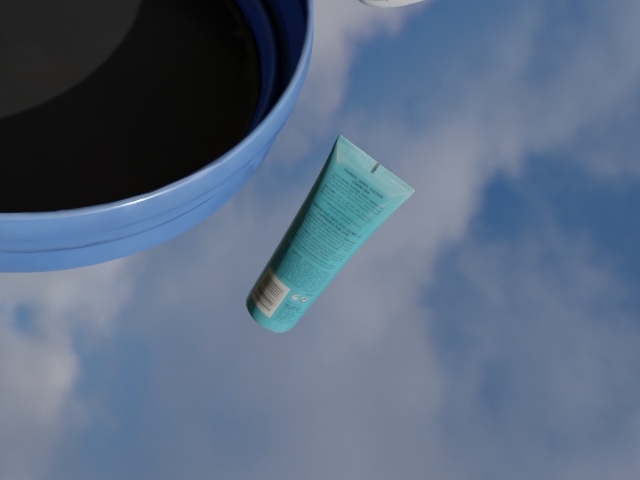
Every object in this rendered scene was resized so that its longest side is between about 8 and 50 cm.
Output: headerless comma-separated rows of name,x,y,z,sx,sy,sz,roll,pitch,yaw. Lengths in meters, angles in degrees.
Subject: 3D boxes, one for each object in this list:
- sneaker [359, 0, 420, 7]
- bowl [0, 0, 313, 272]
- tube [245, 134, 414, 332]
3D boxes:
sneaker,0.161,-0.346,1.953,0.258,0.091,0.094,-21,-104,4
bowl,-0.201,-0.140,1.077,0.077,0.391,0.391,100,-20,-50
tube,0.000,0.000,1.427,0.207,0.080,0.052,-54,-175,38
